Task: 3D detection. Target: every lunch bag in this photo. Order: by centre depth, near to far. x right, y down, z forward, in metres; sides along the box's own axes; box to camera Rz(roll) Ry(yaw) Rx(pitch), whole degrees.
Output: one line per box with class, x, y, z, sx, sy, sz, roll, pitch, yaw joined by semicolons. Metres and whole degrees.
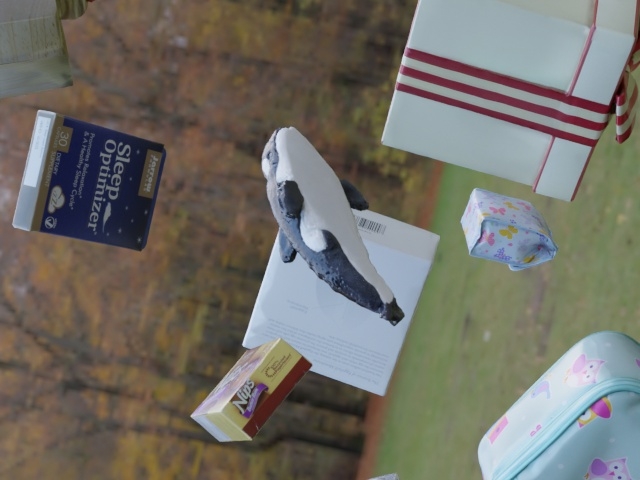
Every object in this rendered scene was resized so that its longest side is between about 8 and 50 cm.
lunch bag;0.301;0.235;1.374;0.224;0.279;0.108;-48;20;22
lunch bag;0.182;-0.007;1.386;0.071;0.083;0.053;-97;21;-62

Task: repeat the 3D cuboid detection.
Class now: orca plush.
orca plush;0.000;0.000;1.829;0.102;0.287;0.151;-40;-1;36

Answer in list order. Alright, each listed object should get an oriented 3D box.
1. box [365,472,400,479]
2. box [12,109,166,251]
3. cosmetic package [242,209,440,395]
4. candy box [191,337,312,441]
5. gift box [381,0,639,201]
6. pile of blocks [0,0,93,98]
box;0.074;0.384;1.634;0.203;0.103;0.114;62;-156;-21
box;-0.258;-0.064;1.711;0.225;0.036;0.136;13;-91;-56
cosmetic package;0.032;0.073;2.121;0.138;0.224;0.224;-62;-8;-70
candy box;-0.081;0.173;1.649;0.109;0.053;0.187;-50;7;-16
gift box;0.227;-0.207;1.608;0.276;0.258;0.255;102;-175;-46
pile of blocks;-0.103;-0.213;0.766;0.362;0.149;0.112;-46;-9;-17
